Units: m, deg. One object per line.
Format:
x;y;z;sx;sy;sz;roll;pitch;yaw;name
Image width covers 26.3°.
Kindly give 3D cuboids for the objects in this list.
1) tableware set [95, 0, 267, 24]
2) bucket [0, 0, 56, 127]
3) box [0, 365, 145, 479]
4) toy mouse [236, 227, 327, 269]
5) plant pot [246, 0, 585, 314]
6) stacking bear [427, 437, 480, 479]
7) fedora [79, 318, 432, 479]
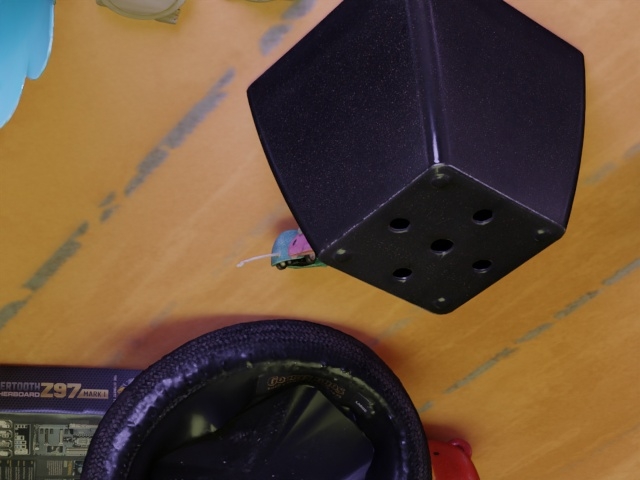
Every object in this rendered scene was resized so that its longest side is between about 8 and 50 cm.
-0.079;-0.203;0.897;0.141;0.020;0.168;1;143;-5;tableware set
-0.273;-0.190;0.758;0.281;0.183;0.281;-3;143;-2;bucket
-0.269;0.212;1.375;0.183;0.059;0.232;3;141;-10;box
0.000;0.000;1.125;0.143;0.031;0.161;-6;171;-8;toy mouse
0.076;-0.061;0.978;0.188;0.167;0.187;26;132;-33;plant pot
0.033;0.296;1.449;0.289;0.175;0.164;-20;138;7;stacking bear
-0.067;0.233;1.299;0.334;0.334;0.152;6;172;-14;fedora
